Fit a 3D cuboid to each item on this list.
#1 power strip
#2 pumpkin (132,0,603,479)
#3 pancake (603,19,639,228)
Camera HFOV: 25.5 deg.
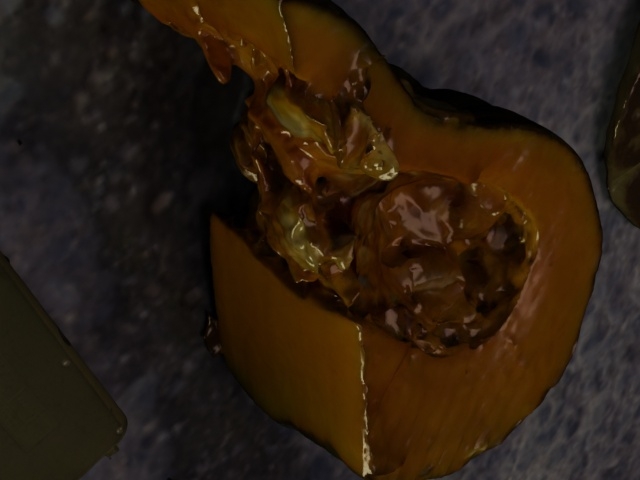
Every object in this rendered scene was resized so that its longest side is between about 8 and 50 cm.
[{"bbox_3d":[-0.149,0.059,0.628,0.076,0.028,0.169,-41,136,-15],"label":"power strip"},{"bbox_3d":[-0.001,0.000,0.647,0.280,0.139,0.190,24,97,-45],"label":"pumpkin"},{"bbox_3d":[0.272,-0.113,0.896,0.250,0.031,0.250,-20,126,-31],"label":"pancake"}]
